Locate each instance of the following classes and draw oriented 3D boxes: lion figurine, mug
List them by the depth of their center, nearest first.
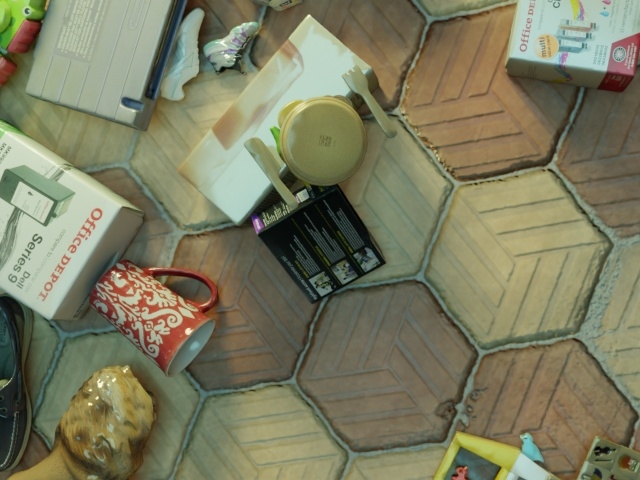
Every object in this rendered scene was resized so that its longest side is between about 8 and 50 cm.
[{"bbox_3d":[-0.396,0.378,1.496,0.392,0.142,0.240,-34,77,11],"label":"lion figurine"},{"bbox_3d":[-0.252,0.107,1.509,0.169,0.150,0.113,36,131,12],"label":"mug"}]

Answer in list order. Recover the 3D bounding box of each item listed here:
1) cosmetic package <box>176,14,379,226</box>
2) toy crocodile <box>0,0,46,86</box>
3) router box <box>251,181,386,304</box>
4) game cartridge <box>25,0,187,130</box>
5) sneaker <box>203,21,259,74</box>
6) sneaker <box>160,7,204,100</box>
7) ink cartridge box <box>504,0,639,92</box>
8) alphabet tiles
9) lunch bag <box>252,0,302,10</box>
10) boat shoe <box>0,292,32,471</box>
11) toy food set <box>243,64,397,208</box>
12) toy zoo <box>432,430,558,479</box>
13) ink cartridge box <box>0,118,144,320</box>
[{"bbox_3d":[-0.059,-0.170,1.446,0.129,0.153,0.296,42,94,6],"label":"cosmetic package"},{"bbox_3d":[-0.522,-0.292,1.538,0.105,0.115,0.340,39,97,2],"label":"toy crocodile"},{"bbox_3d":[0.000,0.000,1.430,0.133,0.179,0.046,-29,42,6],"label":"router box"},{"bbox_3d":[-0.314,-0.366,1.509,0.230,0.068,0.354,19,92,28],"label":"game cartridge"},{"bbox_3d":[-0.127,-0.291,1.518,0.098,0.038,0.069,-27,87,17],"label":"sneaker"},{"bbox_3d":[-0.211,-0.289,1.526,0.061,0.053,0.152,26,97,-5],"label":"sneaker"},{"bbox_3d":[0.361,-0.296,1.396,0.176,0.127,0.128,10,91,10],"label":"ink cartridge box"},{"bbox_3d":[0.407,0.412,1.417,0.198,0.009,0.237,22,92,-3],"label":"alphabet tiles"},{"bbox_3d":[-0.072,-0.382,1.491,0.083,0.071,0.053,14,93,8],"label":"lunch bag"},{"bbox_3d":[-0.513,0.226,1.536,0.103,0.092,0.285,6,90,9],"label":"boat shoe"},{"bbox_3d":[0.001,-0.141,1.351,0.192,0.038,0.132,-35,98,-6],"label":"toy food set"},{"bbox_3d":[0.244,0.417,1.450,0.192,0.030,0.293,25,92,8],"label":"toy zoo"},{"bbox_3d":[-0.454,-0.036,1.515,0.289,0.121,0.211,32,90,8],"label":"ink cartridge box"}]
